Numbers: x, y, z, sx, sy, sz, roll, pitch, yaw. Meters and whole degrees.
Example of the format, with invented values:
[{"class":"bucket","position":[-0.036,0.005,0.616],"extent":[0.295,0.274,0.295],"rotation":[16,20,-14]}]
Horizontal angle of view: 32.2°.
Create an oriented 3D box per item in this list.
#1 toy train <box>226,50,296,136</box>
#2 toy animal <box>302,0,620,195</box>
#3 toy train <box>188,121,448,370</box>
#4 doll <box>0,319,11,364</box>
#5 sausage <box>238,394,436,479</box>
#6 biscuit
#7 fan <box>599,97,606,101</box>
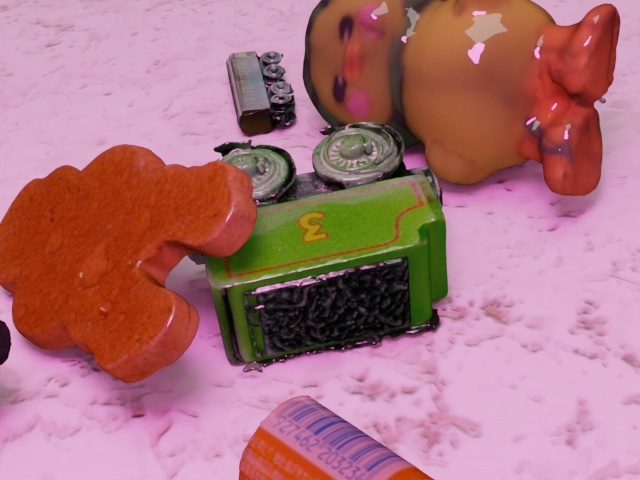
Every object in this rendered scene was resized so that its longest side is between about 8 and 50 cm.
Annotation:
[{"class":"toy train","position":[-0.068,-0.173,1.288],"extent":[0.071,0.038,0.148],"rotation":[-11,39,-4]},{"class":"toy animal","position":[0.143,-0.172,1.150],"extent":[0.338,0.216,0.191],"rotation":[16,16,29]},{"class":"toy train","position":[0.000,0.000,0.992],"extent":[0.243,0.132,0.188],"rotation":[-13,43,-6]},{"class":"doll","position":[-0.351,0.128,0.857],"extent":[0.143,0.135,0.234],"rotation":[34,43,32]},{"class":"sausage","position":[0.083,0.216,0.738],"extent":[0.312,0.093,0.093],"rotation":[28,49,35]},{"class":"biscuit","position":[-0.187,0.009,0.980],"extent":[0.334,0.047,0.202],"rotation":[12,70,46]},{"class":"fan","position":[0.299,-0.178,1.279],"extent":[0.056,0.004,0.083],"rotation":[-22,42,-20]}]
